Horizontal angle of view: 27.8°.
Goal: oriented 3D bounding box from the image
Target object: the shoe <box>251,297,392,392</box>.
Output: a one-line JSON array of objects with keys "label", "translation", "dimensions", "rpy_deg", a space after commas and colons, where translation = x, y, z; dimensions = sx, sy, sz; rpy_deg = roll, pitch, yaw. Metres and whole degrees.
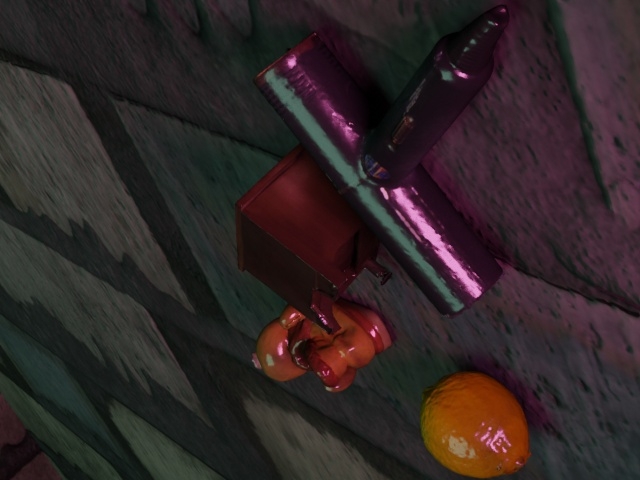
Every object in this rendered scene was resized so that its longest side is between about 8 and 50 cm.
[{"label": "shoe", "translation": [-0.003, 0.072, 0.932], "dimensions": [0.109, 0.069, 0.072], "rpy_deg": [20, 138, 43]}]

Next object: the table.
[{"label": "table", "translation": [0.000, 0.000, 0.809], "dimensions": [0.082, 0.070, 0.083], "rpy_deg": [38, 155, 17]}]

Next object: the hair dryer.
[{"label": "hair dryer", "translation": [0.063, -0.048, 0.647], "dimensions": [0.173, 0.050, 0.195], "rpy_deg": [50, 156, -9]}]

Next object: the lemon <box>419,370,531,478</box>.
[{"label": "lemon", "translation": [0.095, 0.116, 0.821], "dimensions": [0.092, 0.065, 0.065], "rpy_deg": [36, 156, 45]}]
